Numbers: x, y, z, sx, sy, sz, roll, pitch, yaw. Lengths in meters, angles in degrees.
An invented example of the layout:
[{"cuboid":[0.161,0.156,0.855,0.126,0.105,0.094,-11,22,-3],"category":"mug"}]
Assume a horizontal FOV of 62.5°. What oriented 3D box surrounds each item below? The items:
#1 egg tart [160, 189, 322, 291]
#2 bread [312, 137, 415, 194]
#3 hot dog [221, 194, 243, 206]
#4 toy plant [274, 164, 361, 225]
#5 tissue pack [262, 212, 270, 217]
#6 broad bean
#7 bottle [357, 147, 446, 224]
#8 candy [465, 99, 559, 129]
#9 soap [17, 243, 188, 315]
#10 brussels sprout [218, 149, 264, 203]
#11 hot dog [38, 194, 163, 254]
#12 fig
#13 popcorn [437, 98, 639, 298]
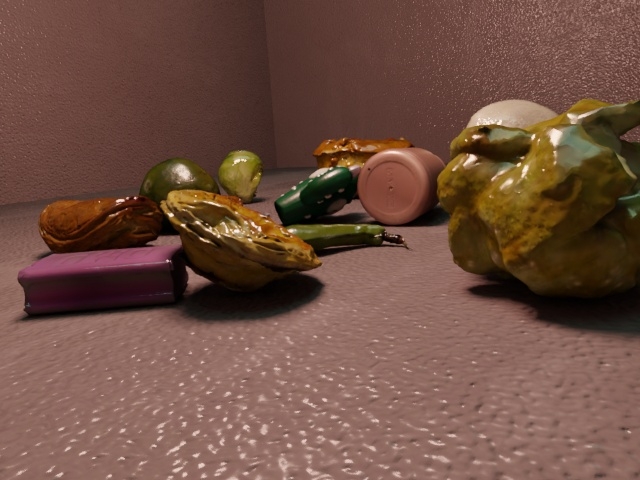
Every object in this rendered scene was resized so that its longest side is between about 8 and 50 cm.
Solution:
[{"cuboid":[-0.118,0.004,0.747,0.241,0.105,0.241,25,6,-3],"category":"egg tart"},{"cuboid":[0.154,-0.255,1.817,0.337,0.204,0.358,-2,7,24],"category":"bread"},{"cuboid":[-0.292,-0.101,1.527,0.099,0.065,0.147,4,2,35],"category":"hot dog"},{"cuboid":[0.006,-0.116,1.304,0.243,0.112,0.232,-29,-3,15],"category":"toy plant"},{"cuboid":[-0.182,-0.021,1.117,0.113,0.051,0.156,-2,12,15],"category":"tissue pack"},{"cuboid":[-0.001,-0.002,0.954,0.318,0.055,0.098,-3,11,-6],"category":"broad bean"},{"cuboid":[0.207,-0.136,1.300,0.206,0.173,0.297,-36,-5,28],"category":"bottle"},{"cuboid":[0.435,-0.176,1.126,0.296,0.295,0.185,-9,-1,-25],"category":"candy"},{"cuboid":[-0.299,0.053,0.752,0.203,0.065,0.122,-4,11,-4],"category":"soap"},{"cuboid":[-0.278,-0.221,1.812,0.146,0.183,0.131,15,3,-13],"category":"brussels sprout"},{"cuboid":[-0.460,-0.030,1.094,0.272,0.122,0.196,-2,9,31],"category":"hot dog"},{"cuboid":[-0.372,-0.095,1.329,0.245,0.195,0.195,-38,8,9],"category":"fig"},{"cuboid":[0.280,-0.044,0.650,0.277,0.225,0.276,-14,14,4],"category":"popcorn"}]
